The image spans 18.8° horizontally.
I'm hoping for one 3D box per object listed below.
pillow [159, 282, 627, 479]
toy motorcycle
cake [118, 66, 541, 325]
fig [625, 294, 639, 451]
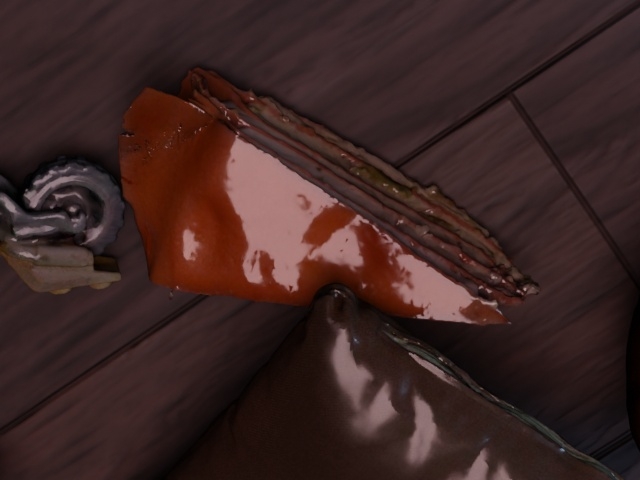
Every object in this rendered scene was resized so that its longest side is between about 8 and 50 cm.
[{"bbox_3d":[0.045,0.199,1.261,0.308,0.108,0.305,33,124,-13],"label":"pillow"},{"bbox_3d":[-0.237,0.016,1.243,0.229,0.094,0.130,-8,112,-11],"label":"toy motorcycle"},{"bbox_3d":[0.001,-0.002,1.233,0.287,0.098,0.135,23,104,-3],"label":"cake"},{"bbox_3d":[0.305,0.077,1.208,0.235,0.214,0.235,11,118,21],"label":"fig"}]
